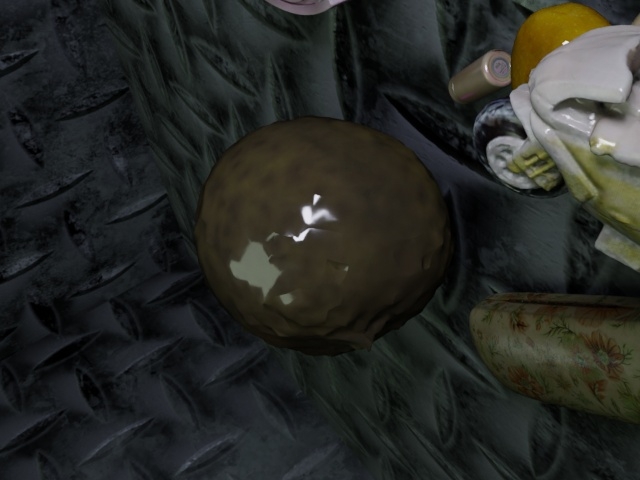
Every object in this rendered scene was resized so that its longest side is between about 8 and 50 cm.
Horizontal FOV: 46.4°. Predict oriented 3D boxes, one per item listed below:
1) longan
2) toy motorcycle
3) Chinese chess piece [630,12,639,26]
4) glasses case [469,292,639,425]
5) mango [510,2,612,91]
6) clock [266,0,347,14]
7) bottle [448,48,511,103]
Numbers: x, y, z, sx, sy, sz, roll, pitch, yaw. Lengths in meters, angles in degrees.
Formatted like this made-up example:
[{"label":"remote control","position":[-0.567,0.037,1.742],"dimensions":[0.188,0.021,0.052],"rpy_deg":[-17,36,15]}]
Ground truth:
[{"label":"longan","position":[0.000,0.000,1.140],"dimensions":[0.391,0.391,0.391],"rpy_deg":[49,158,27]},{"label":"toy motorcycle","position":[0.258,-0.049,0.495],"dimensions":[0.340,0.108,0.223],"rpy_deg":[32,154,22]},{"label":"Chinese chess piece","position":[0.344,-0.099,0.569],"dimensions":[0.250,0.103,0.250],"rpy_deg":[47,156,29]},{"label":"glasses case","position":[0.334,0.145,0.954],"dimensions":[0.156,0.098,0.425],"rpy_deg":[60,161,-9]},{"label":"mango","position":[0.266,-0.126,0.740],"dimensions":[0.227,0.099,0.136],"rpy_deg":[54,162,-15]},{"label":"clock","position":[-0.025,-0.445,1.007],"dimensions":[0.290,0.080,0.275],"rpy_deg":[34,149,50]},{"label":"bottle","position":[0.191,-0.194,0.893],"dimensions":[0.045,0.045,0.096],"rpy_deg":[61,163,-5]}]
